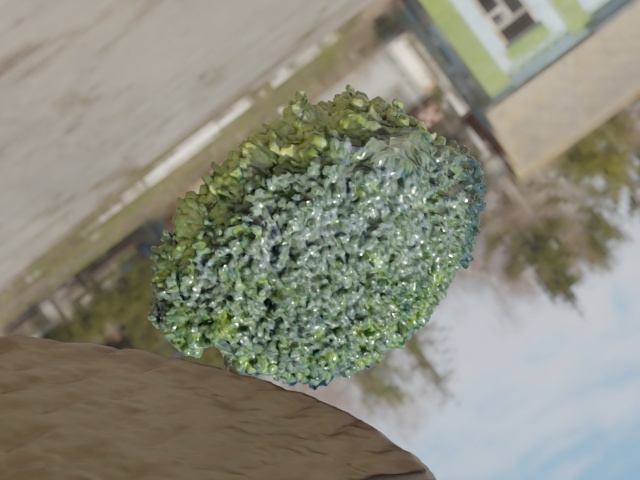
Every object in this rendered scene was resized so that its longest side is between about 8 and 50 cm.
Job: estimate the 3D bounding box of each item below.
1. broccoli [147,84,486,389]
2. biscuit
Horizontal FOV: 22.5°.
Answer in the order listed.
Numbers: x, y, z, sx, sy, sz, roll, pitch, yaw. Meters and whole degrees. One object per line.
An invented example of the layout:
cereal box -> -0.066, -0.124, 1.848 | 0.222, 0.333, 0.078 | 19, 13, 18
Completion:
broccoli -> 0.000, 0.002, 1.098 | 0.226, 0.198, 0.176 | -17, -148, 16
biscuit -> -0.115, 0.083, 0.575 | 0.318, 0.040, 0.318 | 8, -173, -1
